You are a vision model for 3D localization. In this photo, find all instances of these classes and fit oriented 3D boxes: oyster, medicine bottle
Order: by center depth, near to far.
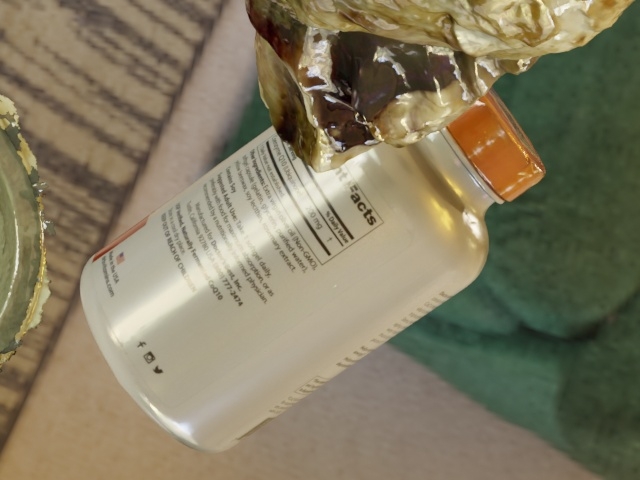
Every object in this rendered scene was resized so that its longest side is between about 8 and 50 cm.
[{"bbox_3d":[0.027,-0.103,0.858,0.094,0.166,0.294,-38,173,-34],"label":"oyster"},{"bbox_3d":[0.000,0.000,1.157,0.289,0.157,0.157,-35,138,11],"label":"medicine bottle"}]

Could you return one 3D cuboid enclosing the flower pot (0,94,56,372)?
[{"bbox_3d":[-0.364,0.015,1.338,0.290,0.259,0.290,6,76,-24],"label":"flower pot"}]
